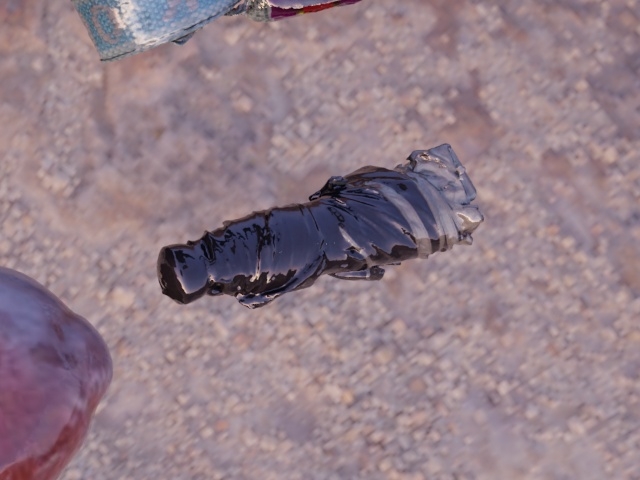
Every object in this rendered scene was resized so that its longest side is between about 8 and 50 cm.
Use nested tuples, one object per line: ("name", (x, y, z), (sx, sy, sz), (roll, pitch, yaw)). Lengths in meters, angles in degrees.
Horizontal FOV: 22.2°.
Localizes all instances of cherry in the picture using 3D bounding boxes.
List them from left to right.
("cherry", (-0.393, 0.153, 1.575), (0.326, 0.291, 0.335), (38, 81, 25))

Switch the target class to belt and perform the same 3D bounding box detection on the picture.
("belt", (-0.135, -0.208, 1.408), (0.163, 0.148, 0.082), (-38, 110, -41))

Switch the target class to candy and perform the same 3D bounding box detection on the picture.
("candy", (-0.008, -0.225, 1.462), (0.175, 0.045, 0.043), (-13, 87, -3))

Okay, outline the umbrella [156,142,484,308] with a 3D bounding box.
("umbrella", (-0.003, -0.005, 1.572), (0.358, 0.106, 0.113), (-16, 84, -32))
